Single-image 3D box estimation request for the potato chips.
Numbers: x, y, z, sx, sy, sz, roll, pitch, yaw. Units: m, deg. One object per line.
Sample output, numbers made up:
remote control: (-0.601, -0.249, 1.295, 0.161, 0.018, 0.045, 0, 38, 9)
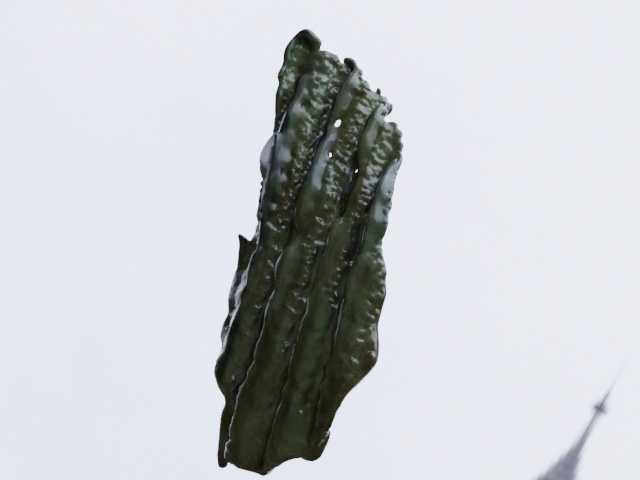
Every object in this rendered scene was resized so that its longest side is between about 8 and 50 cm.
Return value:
potato chips: (0.000, 0.000, 0.749, 0.092, 0.207, 0.028, -3, -25, 39)
